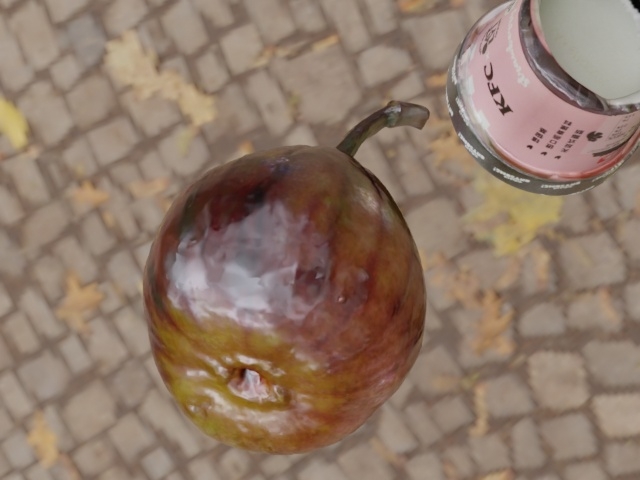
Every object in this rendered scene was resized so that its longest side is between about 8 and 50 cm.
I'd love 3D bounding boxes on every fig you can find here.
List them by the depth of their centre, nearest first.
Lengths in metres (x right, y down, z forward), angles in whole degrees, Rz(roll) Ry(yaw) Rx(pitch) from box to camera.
[{"bbox_3d":[-0.018,0.009,1.022,0.148,0.149,0.202,-2,76,7],"label":"fig"}]

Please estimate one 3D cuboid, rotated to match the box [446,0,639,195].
[{"bbox_3d":[0.180,-0.123,1.385,0.151,0.151,0.135,53,158,6],"label":"box"}]
